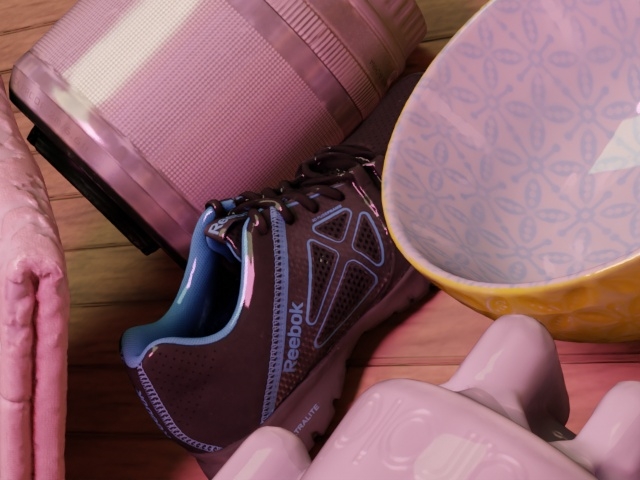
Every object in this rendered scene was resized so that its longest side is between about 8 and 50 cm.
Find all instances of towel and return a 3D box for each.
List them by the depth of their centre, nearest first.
[{"bbox_3d":[-0.225,0.070,1.289,0.053,0.317,0.332,-5,29,-18],"label":"towel"}]

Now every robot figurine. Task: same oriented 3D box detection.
[{"bbox_3d":[0.045,0.211,0.905,0.300,0.200,0.353,28,73,28],"label":"robot figurine"}]

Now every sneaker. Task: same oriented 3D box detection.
[{"bbox_3d":[0.000,0.000,1.236,0.125,0.140,0.341,4,54,51],"label":"sneaker"}]

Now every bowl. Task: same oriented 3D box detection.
[{"bbox_3d":[0.196,-0.041,1.065,0.289,0.156,0.289,-27,38,23],"label":"bowl"}]

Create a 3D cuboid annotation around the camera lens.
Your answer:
[{"bbox_3d":[-0.082,-0.129,1.388,0.274,0.219,0.219,-46,34,-4],"label":"camera lens"}]
